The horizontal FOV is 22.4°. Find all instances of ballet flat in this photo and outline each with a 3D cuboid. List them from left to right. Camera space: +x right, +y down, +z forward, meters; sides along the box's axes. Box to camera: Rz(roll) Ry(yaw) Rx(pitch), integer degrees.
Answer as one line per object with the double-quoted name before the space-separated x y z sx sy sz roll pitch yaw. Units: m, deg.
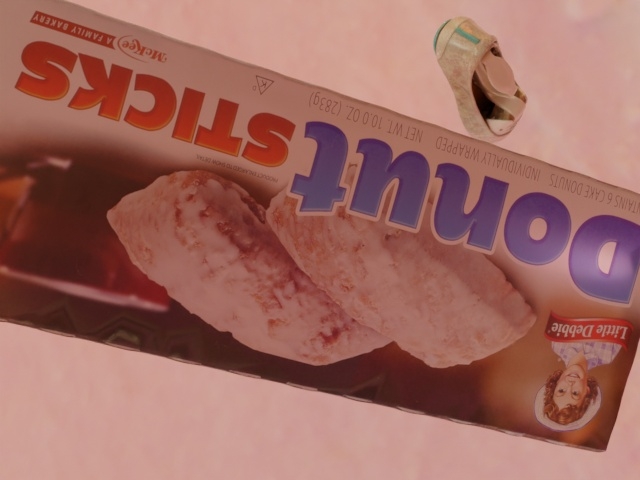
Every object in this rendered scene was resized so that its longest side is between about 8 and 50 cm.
"ballet flat" 0.133 -0.115 1.269 0.052 0.168 0.057 29 82 31

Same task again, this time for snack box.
"snack box" 0.000 0.000 0.357 0.178 0.022 0.064 16 91 -30
